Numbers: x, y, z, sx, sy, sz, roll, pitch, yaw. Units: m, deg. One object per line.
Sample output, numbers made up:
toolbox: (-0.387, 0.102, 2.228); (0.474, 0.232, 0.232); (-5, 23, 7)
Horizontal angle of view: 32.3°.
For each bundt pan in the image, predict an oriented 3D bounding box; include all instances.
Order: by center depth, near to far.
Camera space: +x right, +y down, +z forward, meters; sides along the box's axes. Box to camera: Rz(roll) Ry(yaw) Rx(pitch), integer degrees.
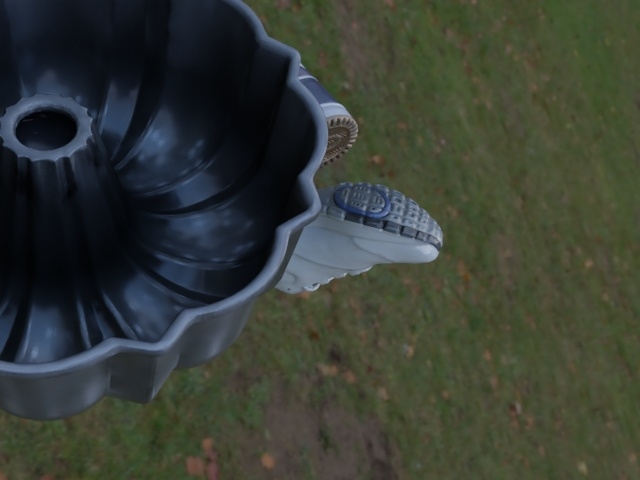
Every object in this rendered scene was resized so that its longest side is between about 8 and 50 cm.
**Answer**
bundt pan: (-0.163, -0.030, 0.681); (0.124, 0.330, 0.331); (99, -7, -53)

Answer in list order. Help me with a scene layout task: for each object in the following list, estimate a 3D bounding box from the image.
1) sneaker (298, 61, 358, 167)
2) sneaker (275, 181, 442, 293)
sneaker: (-0.116, -0.124, 1.215); (0.153, 0.282, 0.099); (58, -23, 31)
sneaker: (0.000, 0.000, 1.326); (0.111, 0.297, 0.129); (-55, 147, -61)
